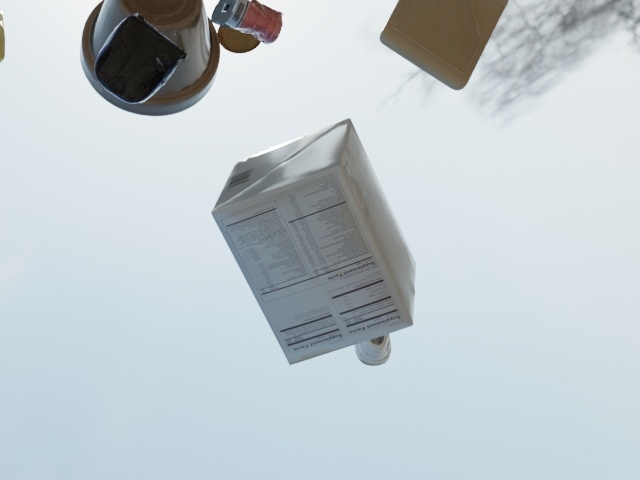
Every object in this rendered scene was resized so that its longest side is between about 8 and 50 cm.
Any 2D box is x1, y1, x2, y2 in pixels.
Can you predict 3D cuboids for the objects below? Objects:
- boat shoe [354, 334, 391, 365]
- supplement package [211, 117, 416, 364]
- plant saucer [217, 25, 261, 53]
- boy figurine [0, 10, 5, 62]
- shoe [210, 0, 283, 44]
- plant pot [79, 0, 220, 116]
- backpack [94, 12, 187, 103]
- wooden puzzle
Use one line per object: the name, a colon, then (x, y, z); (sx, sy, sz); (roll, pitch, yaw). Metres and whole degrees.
boat shoe: (0.101, 0.111, 2.002); (0.098, 0.096, 0.277); (-6, -121, -10)
supplement package: (0.000, 0.000, 1.439); (0.199, 0.198, 0.262); (-76, -36, -64)
plant saucer: (-0.142, -0.366, 1.765); (0.015, 0.083, 0.083); (86, 164, -68)
boy figurine: (-0.496, -0.326, 1.202); (0.285, 0.177, 0.092); (37, -169, -22)
shoe: (-0.111, -0.339, 1.499); (0.081, 0.063, 0.178); (24, -170, -21)
plant pot: (-0.304, -0.391, 1.801); (0.263, 0.229, 0.263); (4, -111, -11)
backpack: (-0.272, -0.260, 1.453); (0.105, 0.114, 0.084); (38, 178, -15)
wooden puzzle: (0.265, -0.475, 2.123); (0.221, 0.238, 0.044); (30, 175, -16)
